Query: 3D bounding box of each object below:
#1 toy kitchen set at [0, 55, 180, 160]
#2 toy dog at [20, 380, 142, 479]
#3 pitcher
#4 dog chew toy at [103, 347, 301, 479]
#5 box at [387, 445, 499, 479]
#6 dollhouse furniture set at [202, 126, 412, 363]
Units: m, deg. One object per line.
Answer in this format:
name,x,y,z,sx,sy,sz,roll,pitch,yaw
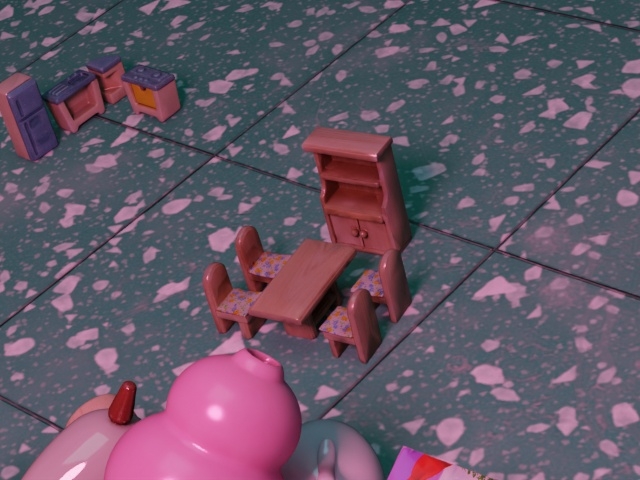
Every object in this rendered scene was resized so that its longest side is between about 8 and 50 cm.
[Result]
toy kitchen set,-0.342,-0.209,2.386,0.166,0.122,0.207,21,50,39
toy dog,-0.286,0.248,1.670,0.220,0.161,0.334,24,41,22
pitcher,0.006,0.258,1.589,0.125,0.178,0.207,3,38,-2
dog chew toy,-0.127,0.255,1.526,0.206,0.206,0.332,34,100,46
box,0.111,0.347,1.443,0.201,0.057,0.293,19,59,16
dollhouse furniture set,0.000,0.000,1.947,0.212,0.161,0.242,10,43,31
